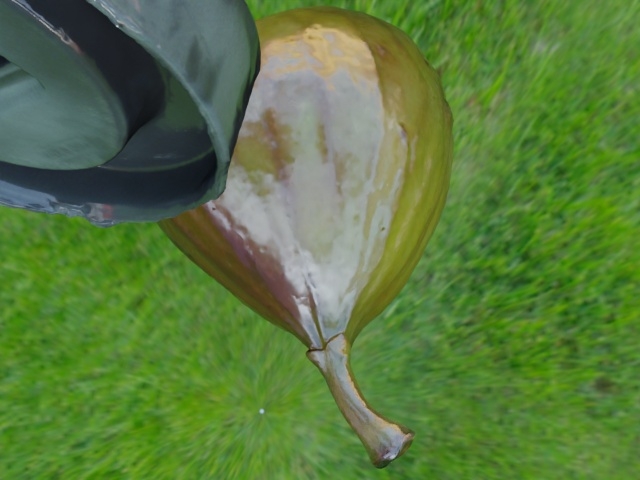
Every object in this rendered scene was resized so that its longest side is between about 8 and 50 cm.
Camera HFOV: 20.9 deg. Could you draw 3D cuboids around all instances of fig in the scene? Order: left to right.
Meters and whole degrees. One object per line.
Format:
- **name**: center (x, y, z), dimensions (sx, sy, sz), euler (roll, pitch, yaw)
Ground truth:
- **fig**: center (0.000, 0.000, 1.122), dimensions (0.217, 0.217, 0.321), euler (-11, 55, -3)

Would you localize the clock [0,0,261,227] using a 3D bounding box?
- **clock**: center (-0.182, -0.112, 0.804), dimensions (0.325, 0.325, 0.067), euler (22, 70, 0)
